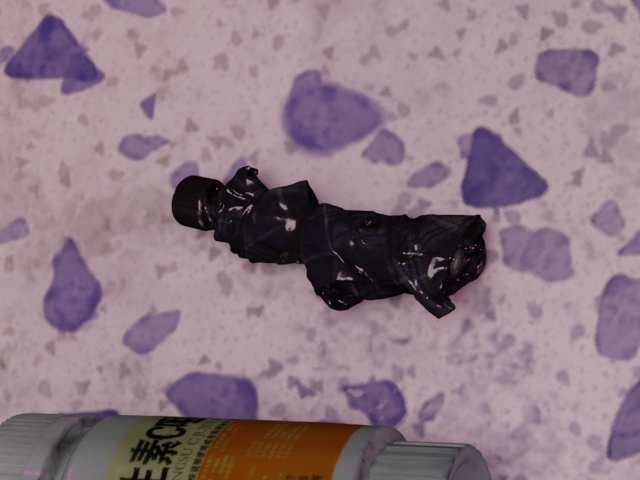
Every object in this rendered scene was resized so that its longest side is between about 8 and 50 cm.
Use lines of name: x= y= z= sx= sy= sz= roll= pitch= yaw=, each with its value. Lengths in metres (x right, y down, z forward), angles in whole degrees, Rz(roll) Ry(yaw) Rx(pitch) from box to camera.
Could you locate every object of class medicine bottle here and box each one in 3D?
medicine bottle: x=-0.054 y=0.191 z=1.217 sx=0.318 sy=0.158 sz=0.158 roll=1 pitch=82 yaw=21

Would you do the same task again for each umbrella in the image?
umbrella: x=-0.001 y=0.003 z=1.279 sx=0.224 sy=0.080 sz=0.071 roll=15 pitch=122 yaw=26
